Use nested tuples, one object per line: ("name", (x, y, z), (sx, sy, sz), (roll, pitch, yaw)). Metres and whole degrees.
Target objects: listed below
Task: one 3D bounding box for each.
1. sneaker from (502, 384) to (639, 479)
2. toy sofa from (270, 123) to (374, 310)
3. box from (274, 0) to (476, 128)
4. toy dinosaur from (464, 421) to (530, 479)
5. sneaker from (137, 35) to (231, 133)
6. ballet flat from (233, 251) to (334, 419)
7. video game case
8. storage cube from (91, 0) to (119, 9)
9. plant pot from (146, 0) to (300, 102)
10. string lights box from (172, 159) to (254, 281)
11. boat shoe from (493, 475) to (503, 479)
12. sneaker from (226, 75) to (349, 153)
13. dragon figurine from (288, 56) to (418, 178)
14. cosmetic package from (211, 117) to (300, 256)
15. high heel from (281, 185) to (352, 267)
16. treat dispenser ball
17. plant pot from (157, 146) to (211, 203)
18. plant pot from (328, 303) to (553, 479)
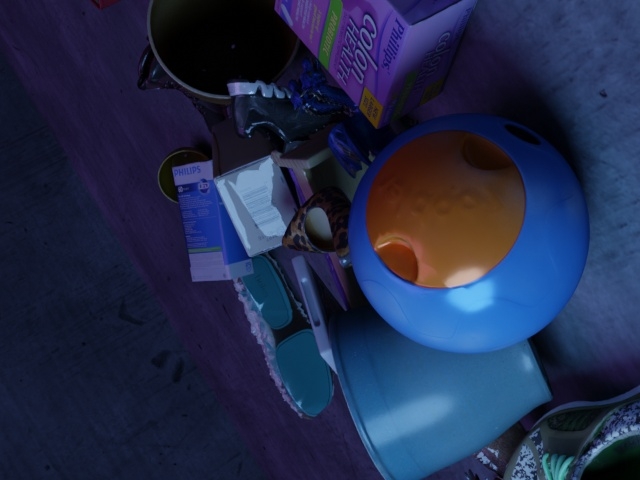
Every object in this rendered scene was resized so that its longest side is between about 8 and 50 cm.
("sneaker", (0.341, 0.285, 1.243), (0.158, 0.182, 0.410), (59, 140, 13))
("toy sofa", (0.054, -0.016, 1.622), (0.177, 0.150, 0.363), (14, 132, 59))
("box", (0.063, -0.310, 1.264), (0.243, 0.117, 0.213), (51, 157, 17))
("toy dinosaur", (0.270, 0.316, 1.525), (0.296, 0.200, 0.127), (48, 156, 26))
("sneaker", (-0.280, -0.305, 1.937), (0.106, 0.162, 0.281), (34, 148, 46))
("ballet flat", (-0.086, 0.208, 2.249), (0.409, 0.147, 0.147), (67, 158, 1))
("video game case", (0.024, 0.142, 1.488), (0.201, 0.023, 0.183), (55, -168, -49))
("storage cube", (-0.371, -0.565, 1.756), (0.215, 0.193, 0.184), (46, 155, 26))
("plant pot", (-0.158, -0.322, 1.619), (0.237, 0.237, 0.254), (58, 172, 1))
("string lights box", (-0.236, -0.045, 2.143), (0.133, 0.076, 0.260), (-4, 97, 43))
("boat shoe", (0.349, 0.500, 1.806), (0.137, 0.043, 0.049), (63, 160, -6))
("sneaker", (-0.034, -0.182, 1.482), (0.078, 0.234, 0.106), (4, 91, 62))
("dragon figurine", (0.066, -0.146, 1.432), (0.289, 0.144, 0.085), (60, 158, -5))
("cosmetic package", (-0.113, -0.113, 1.740), (0.309, 0.113, 0.160), (-108, -5, -67))
("high heel", (0.000, 0.000, 1.400), (0.261, 0.186, 0.093), (-22, 109, 42))
("treat dispenser ball", (0.177, -0.009, 1.182), (0.288, 0.288, 0.288), (46, 155, 29))
("plant pot", (-0.307, -0.162, 2.258), (0.095, 0.134, 0.134), (-108, -1, -62))
("plant pot", (0.182, 0.182, 1.403), (0.272, 0.255, 0.272), (62, -168, -23))
